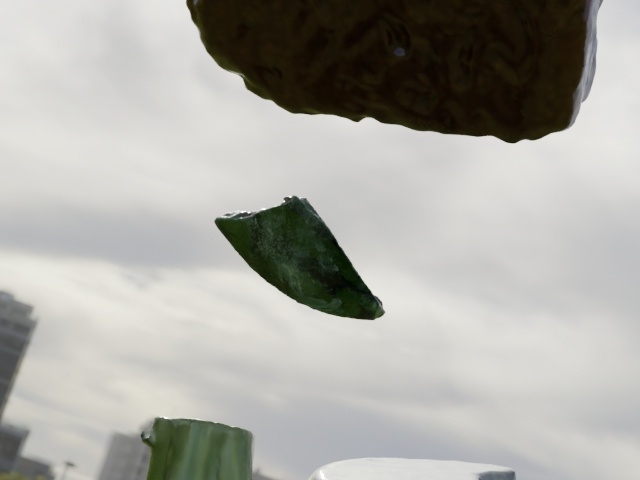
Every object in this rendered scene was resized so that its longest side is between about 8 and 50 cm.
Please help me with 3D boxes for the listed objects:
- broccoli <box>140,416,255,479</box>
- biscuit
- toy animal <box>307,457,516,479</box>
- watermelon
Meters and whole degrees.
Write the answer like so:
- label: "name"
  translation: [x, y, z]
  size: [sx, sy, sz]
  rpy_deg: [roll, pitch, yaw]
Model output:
- label: "broccoli"
  translation: [-0.068, 0.266, 0.922]
  size: [0.235, 0.259, 0.288]
  rpy_deg: [34, -19, -6]
- label: "biscuit"
  translation: [0.069, -0.269, 1.241]
  size: [0.395, 0.166, 0.342]
  rpy_deg: [8, -50, 12]
- label: "toy animal"
  translation: [0.071, 0.361, 1.129]
  size: [0.241, 0.367, 0.196]
  rpy_deg: [-8, 5, 7]
- label: "watermelon"
  translation: [-0.003, 0.009, 1.197]
  size: [0.155, 0.080, 0.101]
  rpy_deg: [55, -36, 9]
